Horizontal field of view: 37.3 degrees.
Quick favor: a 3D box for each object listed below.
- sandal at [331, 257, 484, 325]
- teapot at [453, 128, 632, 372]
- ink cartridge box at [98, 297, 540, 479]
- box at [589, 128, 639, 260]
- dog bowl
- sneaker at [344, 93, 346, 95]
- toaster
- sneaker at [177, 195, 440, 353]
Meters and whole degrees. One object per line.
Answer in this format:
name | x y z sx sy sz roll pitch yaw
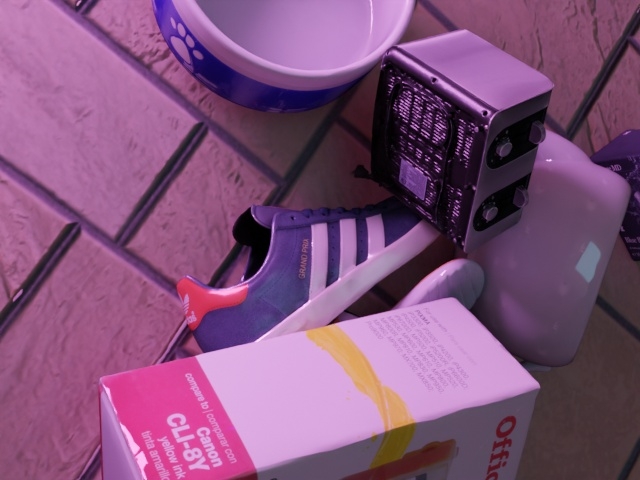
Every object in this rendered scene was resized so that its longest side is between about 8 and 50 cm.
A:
sandal | 0.067 0.101 1.047 0.265 0.076 0.102 -43 134 12
teapot | 0.231 0.016 1.088 0.187 0.252 0.256 18 55 15
ink cartridge box | -0.004 0.238 0.923 0.384 0.160 0.279 -11 127 -25
box | 0.444 -0.061 1.200 0.093 0.156 0.158 -34 102 -20
dog bowl | -0.039 -0.271 0.985 0.265 0.104 0.265 5 74 -20
sneaker | -0.008 -0.182 1.060 0.118 0.042 0.067 -29 97 -25
toaster | 0.133 -0.106 0.959 0.110 0.185 0.168 -22 135 -30
sneaker | 0.000 0.000 1.018 0.350 0.131 0.148 -37 89 -28
